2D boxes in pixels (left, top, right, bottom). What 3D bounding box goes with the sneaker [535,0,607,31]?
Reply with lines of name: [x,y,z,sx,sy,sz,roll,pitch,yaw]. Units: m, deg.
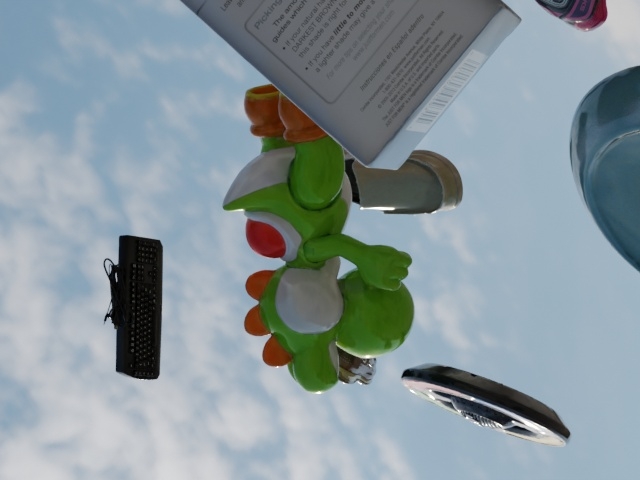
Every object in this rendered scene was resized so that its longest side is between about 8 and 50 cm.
sneaker: [0.292,-0.306,1.161,0.112,0.299,0.121,48,-164,3]

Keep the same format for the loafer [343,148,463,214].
loafer: [0.097,-0.085,2.102,0.092,0.268,0.102,-30,-62,-41]

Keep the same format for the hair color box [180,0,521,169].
hair color box: [-0.022,-0.254,1.261,0.374,0.185,0.113,43,-167,11]

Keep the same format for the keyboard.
keyboard: [-0.241,0.089,1.840,0.100,0.038,0.192,8,-102,-45]

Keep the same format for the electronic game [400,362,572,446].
electronic game: [0.210,0.213,1.766,0.229,0.229,0.048,32,-105,-40]

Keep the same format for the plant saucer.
plant saucer: [0.351,-0.022,1.198,0.317,0.317,0.044,47,-118,-20]

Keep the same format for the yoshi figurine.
yoshi figurine: [0.021,-0.006,1.618,0.203,0.203,0.362,-32,-59,-64]

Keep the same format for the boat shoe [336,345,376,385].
boat shoe: [0.049,0.156,1.868,0.064,0.060,0.178,35,-175,14]
